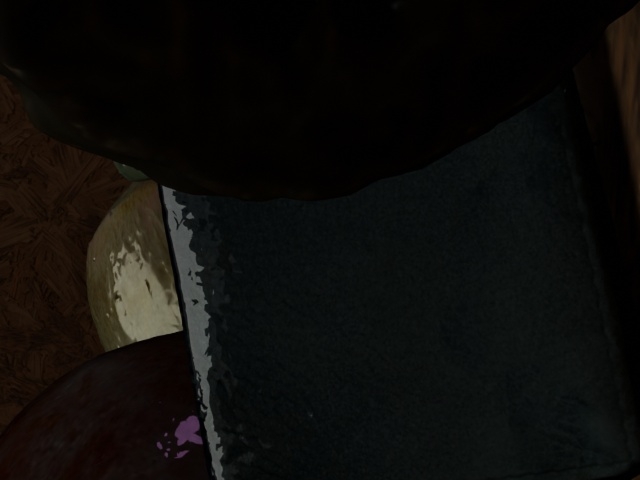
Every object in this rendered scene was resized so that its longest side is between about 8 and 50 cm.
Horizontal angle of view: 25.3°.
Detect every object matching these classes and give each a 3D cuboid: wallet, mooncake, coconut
[{"bbox_3d":[0.007,-0.078,0.563,0.046,0.190,0.379,-11,-90,-65],"label":"wallet"},{"bbox_3d":[-0.006,-0.118,0.390,0.228,0.228,0.124,82,168,-48],"label":"mooncake"},{"bbox_3d":[-0.060,0.030,1.267,0.297,0.297,0.255,86,169,-67],"label":"coconut"}]

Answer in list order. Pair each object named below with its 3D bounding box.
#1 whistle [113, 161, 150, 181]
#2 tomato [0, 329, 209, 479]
[{"bbox_3d":[-0.006,-0.057,0.766,0.067,0.258,0.126,9,-98,-55],"label":"whistle"},{"bbox_3d":[-0.050,0.198,0.737,0.316,0.282,0.317,-39,-41,-44],"label":"tomato"}]
